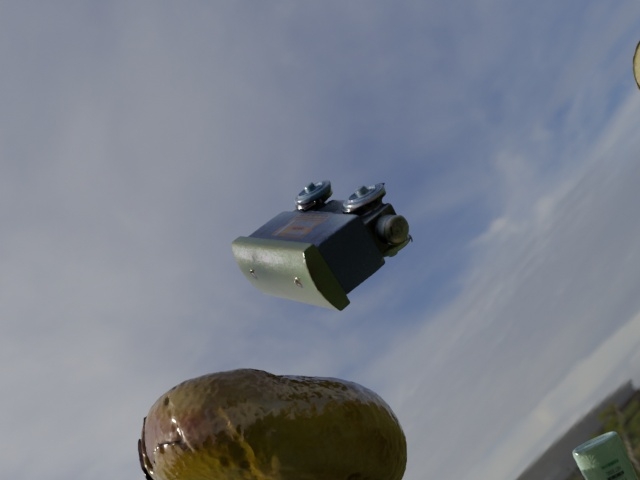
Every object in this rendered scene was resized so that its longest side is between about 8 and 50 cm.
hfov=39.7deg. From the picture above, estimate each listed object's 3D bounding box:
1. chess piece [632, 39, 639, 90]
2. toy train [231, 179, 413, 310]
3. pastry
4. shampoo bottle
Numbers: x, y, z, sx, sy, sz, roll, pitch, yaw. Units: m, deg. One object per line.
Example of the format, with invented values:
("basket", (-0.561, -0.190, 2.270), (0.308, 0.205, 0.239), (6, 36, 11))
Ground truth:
("chess piece", (0.547, -0.289, 1.122), (0.307, 0.124, 0.138), (-34, -41, -20))
("toy train", (0.000, 0.000, 1.392), (0.202, 0.131, 0.300), (-37, 18, -22))
("pastry", (-0.063, 0.268, 1.159), (0.356, 0.163, 0.356), (1, -29, 0))
("shampoo bottle", (0.411, 0.358, 1.196), (0.069, 0.190, 0.041), (-23, -7, -13))
